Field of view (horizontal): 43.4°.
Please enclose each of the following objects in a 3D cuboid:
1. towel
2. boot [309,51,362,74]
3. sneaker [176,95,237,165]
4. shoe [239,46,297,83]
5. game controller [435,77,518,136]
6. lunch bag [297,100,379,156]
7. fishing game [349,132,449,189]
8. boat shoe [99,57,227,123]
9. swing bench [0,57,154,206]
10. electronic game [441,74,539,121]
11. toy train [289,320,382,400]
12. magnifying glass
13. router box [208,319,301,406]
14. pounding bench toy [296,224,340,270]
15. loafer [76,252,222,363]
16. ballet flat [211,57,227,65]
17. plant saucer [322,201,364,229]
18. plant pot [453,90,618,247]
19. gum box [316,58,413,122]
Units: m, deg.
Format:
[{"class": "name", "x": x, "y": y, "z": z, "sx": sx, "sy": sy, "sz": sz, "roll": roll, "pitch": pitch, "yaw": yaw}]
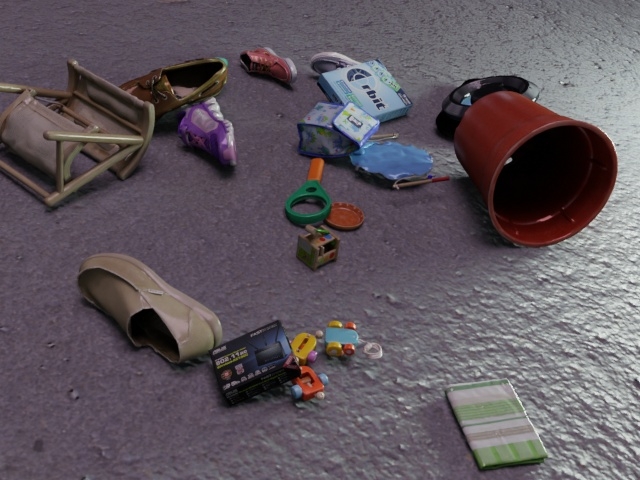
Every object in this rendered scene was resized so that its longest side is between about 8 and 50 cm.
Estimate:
[{"class": "towel", "x": 0.262, "y": 0.277, "z": 1.219, "sx": 0.113, "sy": 0.023, "sz": 0.152, "roll": -4, "pitch": 41, "yaw": -14}, {"class": "boot", "x": 0.061, "y": -0.419, "z": 2.037, "sx": 0.190, "sy": 0.069, "sz": 0.086, "roll": 12, "pitch": 42, "yaw": 1}, {"class": "sneaker", "x": -0.246, "y": -0.224, "z": 1.709, "sx": 0.104, "sy": 0.095, "sz": 0.236, "roll": -12, "pitch": 36, "yaw": -18}, {"class": "shoe", "x": -0.134, "y": -0.437, "z": 2.030, "sx": 0.081, "sy": 0.063, "sz": 0.178, "roll": -17, "pitch": 39, "yaw": -28}, {"class": "game controller", "x": 0.401, "y": -0.329, "z": 1.996, "sx": 0.166, "sy": 0.067, "sz": 0.319, "roll": 21, "pitch": 38, "yaw": 15}, {"class": "lunch bag", "x": 0.040, "y": -0.243, "z": 1.770, "sx": 0.151, "sy": 0.096, "sz": 0.129, "roll": 13, "pitch": 37, "yaw": 20}, {"class": "fishing game", "x": 0.153, "y": -0.170, "z": 1.761, "sx": 0.189, "sy": 0.041, "sz": 0.264, "roll": -10, "pitch": 33, "yaw": -24}, {"class": "boat shoe", "x": -0.346, "y": -0.326, "z": 1.739, "sx": 0.307, "sy": 0.104, "sz": 0.110, "roll": -30, "pitch": 90, "yaw": -19}, {"class": "swing bench", "x": -0.507, "y": -0.221, "z": 1.590, "sx": 0.253, "sy": 0.165, "sz": 0.255, "roll": 31, "pitch": 37, "yaw": 27}, {"class": "electronic game", "x": 0.404, "y": -0.337, "z": 1.917, "sx": 0.229, "sy": 0.048, "sz": 0.229, "roll": -11, "pitch": 29, "yaw": 6}, {"class": "toy train", "x": 0.008, "y": 0.192, "z": 1.255, "sx": 0.166, "sy": 0.046, "sz": 0.125, "roll": -22, "pitch": 48, "yaw": -30}, {"class": "magnifying glass", "x": -0.018, "y": -0.103, "z": 1.641, "sx": 0.092, "sy": 0.026, "sz": 0.231, "roll": 0, "pitch": 36, "yaw": 7}, {"class": "router box", "x": -0.099, "y": 0.183, "z": 1.210, "sx": 0.122, "sy": 0.038, "sz": 0.092, "roll": -23, "pitch": 42, "yaw": -4}, {"class": "pounding bench toy", "x": 0.000, "y": 0.000, "z": 1.467, "sx": 0.065, "sy": 0.083, "sz": 0.052, "roll": -25, "pitch": 48, "yaw": -36}, {"class": "loafer", "x": -0.282, "y": 0.105, "z": 1.256, "sx": 0.268, "sy": 0.102, "sz": 0.092, "roll": 24, "pitch": 34, "yaw": 17}, {"class": "ballet flat", "x": -0.299, "y": -0.354, "z": 1.878, "sx": 0.247, "sy": 0.083, "sz": 0.087, "roll": -28, "pitch": 64, "yaw": -34}, {"class": "plant saucer", "x": 0.045, "y": -0.047, "z": 1.596, "sx": 0.083, "sy": 0.013, "sz": 0.083, "roll": 6, "pitch": 37, "yaw": -5}, {"class": "plant pot", "x": 0.414, "y": -0.169, "z": 1.651, "sx": 0.272, "sy": 0.272, "sz": 0.265, "roll": -3, "pitch": 31, "yaw": -16}, {"class": "gum box", "x": 0.109, "y": -0.353, "z": 1.942, "sx": 0.184, "sy": 0.041, "sz": 0.157, "roll": -21, "pitch": 67, "yaw": -33}]
